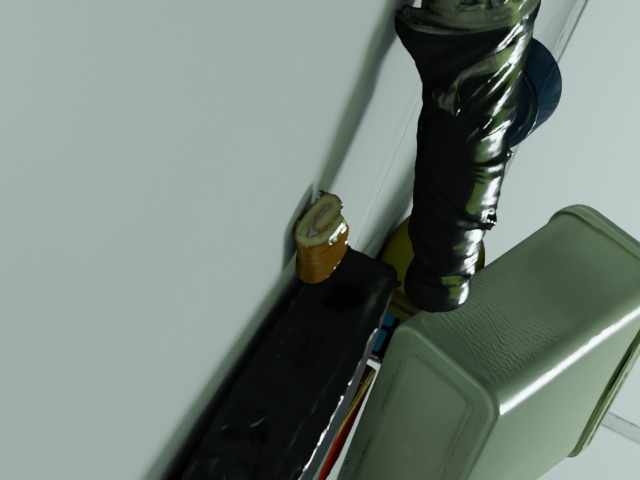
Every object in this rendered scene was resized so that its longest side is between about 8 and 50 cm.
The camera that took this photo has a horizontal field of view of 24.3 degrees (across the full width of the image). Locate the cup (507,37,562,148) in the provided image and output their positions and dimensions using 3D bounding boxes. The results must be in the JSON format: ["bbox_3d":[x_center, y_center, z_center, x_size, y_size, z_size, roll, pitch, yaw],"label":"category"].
[{"bbox_3d":[0.187,-0.175,1.619,0.113,0.150,0.138,-30,-176,23],"label":"cup"}]

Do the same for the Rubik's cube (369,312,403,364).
[{"bbox_3d":[0.148,0.119,2.062,0.151,0.154,0.155,-63,173,-8],"label":"Rubik's cube"}]

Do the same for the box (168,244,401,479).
[{"bbox_3d":[-0.057,0.210,1.239,0.359,0.091,0.350,-57,171,-44],"label":"box"}]

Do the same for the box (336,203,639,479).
[{"bbox_3d":[0.214,0.175,1.784,0.344,0.177,0.352,-28,149,-39],"label":"box"}]

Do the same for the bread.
[{"bbox_3d":[0.000,0.000,1.116,0.047,0.036,0.083,-58,169,-19],"label":"bread"}]

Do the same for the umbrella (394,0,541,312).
[{"bbox_3d":[0.100,-0.097,1.130,0.113,0.106,0.358,-45,150,-47],"label":"umbrella"}]

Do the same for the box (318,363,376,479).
[{"bbox_3d":[-0.027,0.240,1.625,0.240,0.074,0.153,-51,161,-55],"label":"box"}]

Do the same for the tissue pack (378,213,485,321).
[{"bbox_3d":[0.137,0.035,1.818,0.127,0.123,0.178,-59,168,-13],"label":"tissue pack"}]
